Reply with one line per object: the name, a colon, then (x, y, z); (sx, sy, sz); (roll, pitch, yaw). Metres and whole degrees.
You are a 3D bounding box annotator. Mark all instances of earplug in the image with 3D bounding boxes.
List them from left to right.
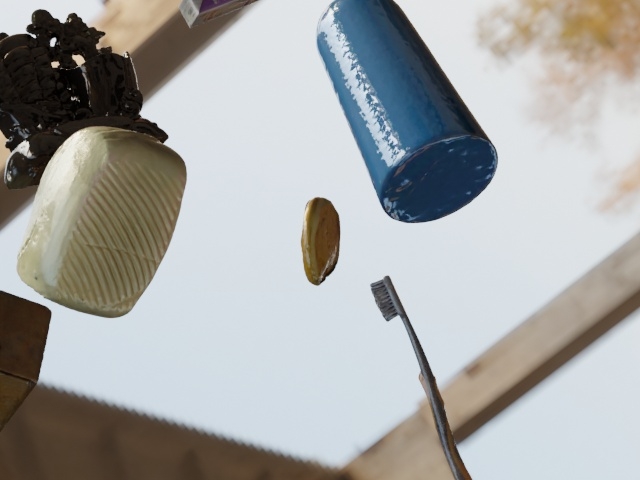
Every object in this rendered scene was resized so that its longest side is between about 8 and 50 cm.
earplug: (0.076, -0.161, 2.011); (0.132, 0.132, 0.273); (30, -153, -48)

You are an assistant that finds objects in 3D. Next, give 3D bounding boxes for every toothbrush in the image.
toothbrush: (0.134, 0.192, 2.242); (0.321, 0.031, 0.023); (66, -165, -2)

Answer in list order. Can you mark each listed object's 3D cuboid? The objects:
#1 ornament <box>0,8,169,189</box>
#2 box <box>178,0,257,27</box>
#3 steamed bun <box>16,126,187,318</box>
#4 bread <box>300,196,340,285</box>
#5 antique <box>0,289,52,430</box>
ornament: (-0.350, -0.207, 2.491); (0.251, 0.106, 0.260); (-13, -112, -39)
box: (-0.125, -0.320, 2.460); (0.117, 0.050, 0.036); (-25, -99, -27)
steamed bun: (-0.283, -0.033, 2.337); (0.170, 0.238, 0.153); (16, -172, -43)
bread: (0.000, 0.000, 2.194); (0.110, 0.024, 0.110); (0, -90, -74)
antique: (-0.358, 0.156, 1.793); (0.093, 0.310, 0.087); (20, -130, -19)
